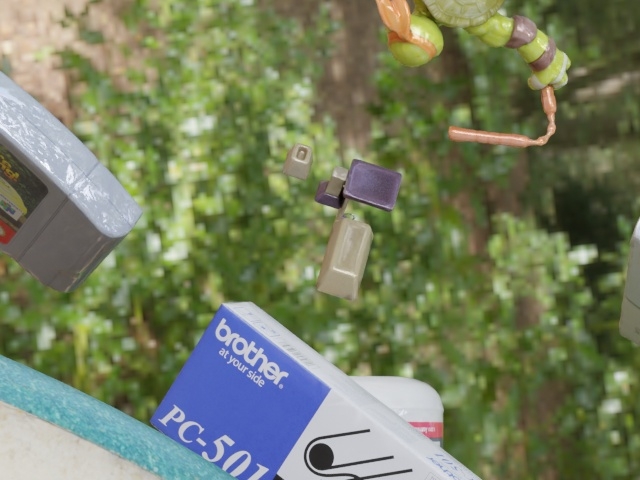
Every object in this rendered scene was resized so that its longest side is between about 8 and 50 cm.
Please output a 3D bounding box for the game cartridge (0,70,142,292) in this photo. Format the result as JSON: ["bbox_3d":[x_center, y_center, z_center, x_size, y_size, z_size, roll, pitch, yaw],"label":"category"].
[{"bbox_3d":[-0.305,-0.081,1.513,0.060,0.294,0.196,-54,-173,-35],"label":"game cartridge"}]

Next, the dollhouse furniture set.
[{"bbox_3d":[0.000,0.000,1.295,0.081,0.091,0.114,112,-5,-57],"label":"dollhouse furniture set"}]

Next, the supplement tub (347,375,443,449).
[{"bbox_3d":[0.000,0.242,1.278,0.191,0.191,0.272,37,53,-79],"label":"supplement tub"}]

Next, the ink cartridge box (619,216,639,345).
[{"bbox_3d":[0.442,0.104,1.420,0.091,0.385,0.308,-54,163,-11],"label":"ink cartridge box"}]

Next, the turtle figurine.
[{"bbox_3d":[0.090,-0.205,1.137,0.217,0.269,0.087,-61,-169,-11],"label":"turtle figurine"}]

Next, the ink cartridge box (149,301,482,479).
[{"bbox_3d":[-0.002,0.136,1.056,0.097,0.207,0.046,-58,159,13],"label":"ink cartridge box"}]

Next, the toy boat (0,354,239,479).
[{"bbox_3d":[-0.166,0.121,0.584,0.318,0.267,0.148,-46,-156,43],"label":"toy boat"}]
